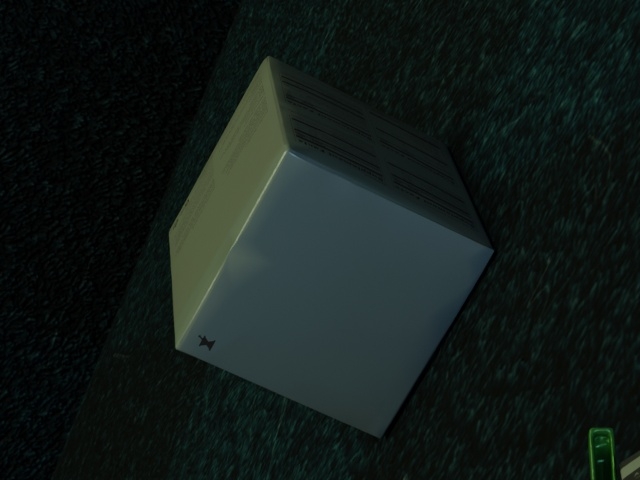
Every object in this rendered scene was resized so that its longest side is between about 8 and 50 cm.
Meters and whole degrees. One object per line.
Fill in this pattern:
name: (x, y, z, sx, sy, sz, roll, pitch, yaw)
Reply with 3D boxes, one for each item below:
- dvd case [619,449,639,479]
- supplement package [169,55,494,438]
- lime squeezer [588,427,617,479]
dvd case: (0.218, 0.115, 0.901, 0.164, 0.018, 0.221, -36, 13, 16)
supplement package: (0.000, 0.000, 1.667, 0.199, 0.198, 0.262, -60, 15, 17)
lime squeezer: (0.162, 0.247, 0.968, 0.310, 0.059, 0.110, -87, 9, -49)
